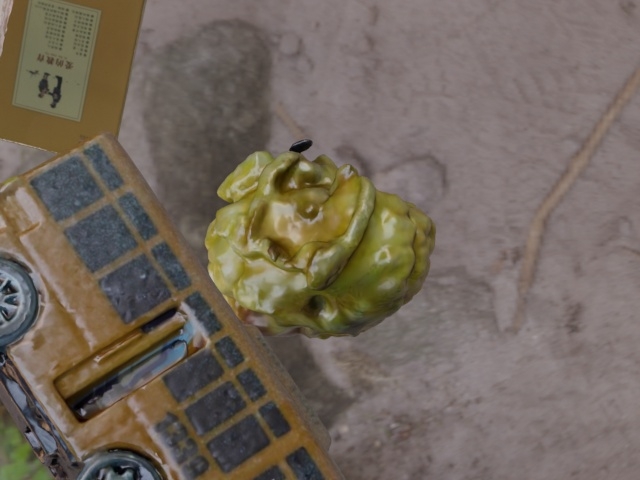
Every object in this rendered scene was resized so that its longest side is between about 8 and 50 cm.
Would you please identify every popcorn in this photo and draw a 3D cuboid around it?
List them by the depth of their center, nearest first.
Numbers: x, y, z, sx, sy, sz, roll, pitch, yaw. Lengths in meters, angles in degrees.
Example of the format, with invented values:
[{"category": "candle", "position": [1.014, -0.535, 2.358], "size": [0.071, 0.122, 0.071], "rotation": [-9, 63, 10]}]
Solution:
[{"category": "popcorn", "position": [-0.002, 0.002, 1.249], "size": [0.218, 0.189, 0.169], "rotation": [-12, 60, 14]}]

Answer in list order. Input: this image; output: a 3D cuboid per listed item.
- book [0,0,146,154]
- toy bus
[{"category": "book", "position": [-0.198, -0.145, 1.007], "size": [0.118, 0.012, 0.172], "rotation": [15, 117, -4]}, {"category": "toy bus", "position": [-0.072, 0.059, 0.526], "size": [0.103, 0.091, 0.182], "rotation": [-32, 84, -22]}]
